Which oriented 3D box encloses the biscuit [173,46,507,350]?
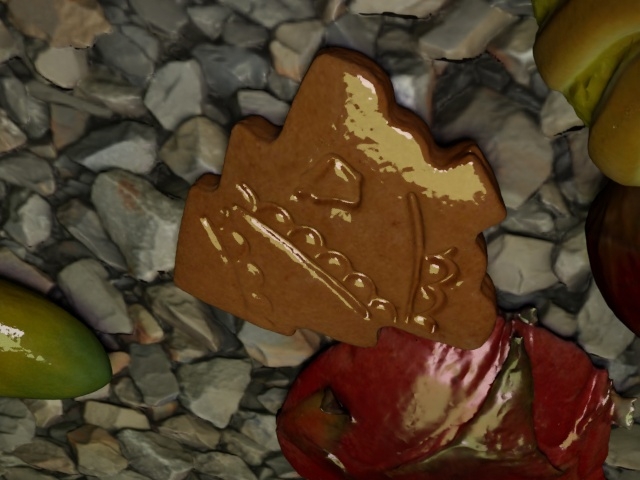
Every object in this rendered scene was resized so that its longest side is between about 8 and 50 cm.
[{"bbox_3d":[0.000,0.000,0.749,0.306,0.043,0.284,-19,118,29],"label":"biscuit"}]

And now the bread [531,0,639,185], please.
[{"bbox_3d":[0.246,-0.139,0.443,0.333,0.160,0.332,4,102,19],"label":"bread"}]

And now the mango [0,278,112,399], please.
[{"bbox_3d":[-0.320,0.089,0.881,0.238,0.091,0.137,6,137,-1],"label":"mango"}]

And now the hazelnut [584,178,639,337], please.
[{"bbox_3d":[0.275,-0.008,0.630,0.161,0.170,0.201,5,153,-20],"label":"hazelnut"}]

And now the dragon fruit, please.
[{"bbox_3d":[0.116,0.175,0.864,0.344,0.100,0.282,2,127,9],"label":"dragon fruit"}]
